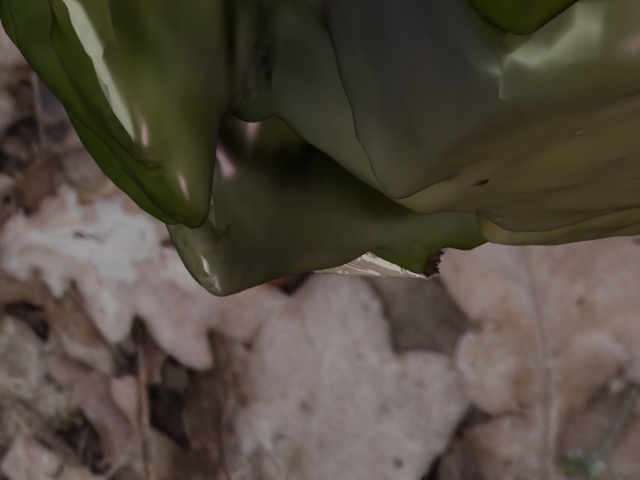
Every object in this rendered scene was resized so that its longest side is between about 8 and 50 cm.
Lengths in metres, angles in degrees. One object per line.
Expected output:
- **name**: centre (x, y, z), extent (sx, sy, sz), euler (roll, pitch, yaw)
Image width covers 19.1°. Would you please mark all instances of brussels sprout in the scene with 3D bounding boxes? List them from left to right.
- **brussels sprout**: centre (0.080, -0.196, 0.663), extent (0.425, 0.342, 0.361), euler (-18, 72, 21)

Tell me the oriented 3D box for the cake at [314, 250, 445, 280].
- **cake**: centre (0.000, 0.000, 0.900), extent (0.121, 0.052, 0.065), euler (26, 108, 11)
